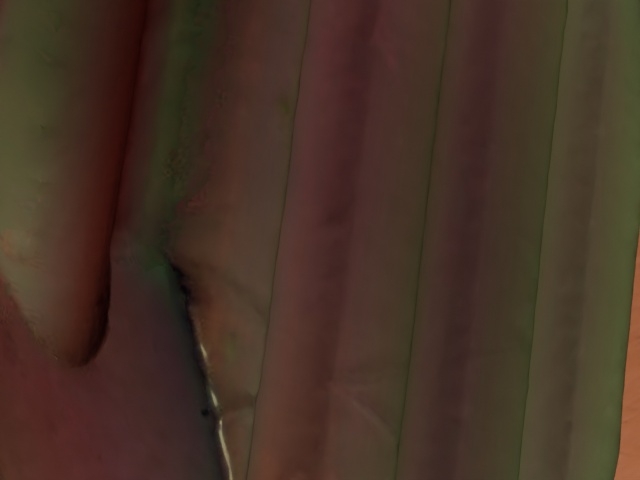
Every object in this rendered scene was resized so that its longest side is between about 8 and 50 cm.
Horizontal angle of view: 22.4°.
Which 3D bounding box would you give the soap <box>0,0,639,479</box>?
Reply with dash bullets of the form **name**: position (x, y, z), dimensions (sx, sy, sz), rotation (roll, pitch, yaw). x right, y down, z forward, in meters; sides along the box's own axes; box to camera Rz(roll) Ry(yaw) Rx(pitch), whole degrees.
- **soap**: position (0.000, 0.000, 0.450), dimensions (0.109, 0.323, 0.193), rotation (-5, 164, 43)
